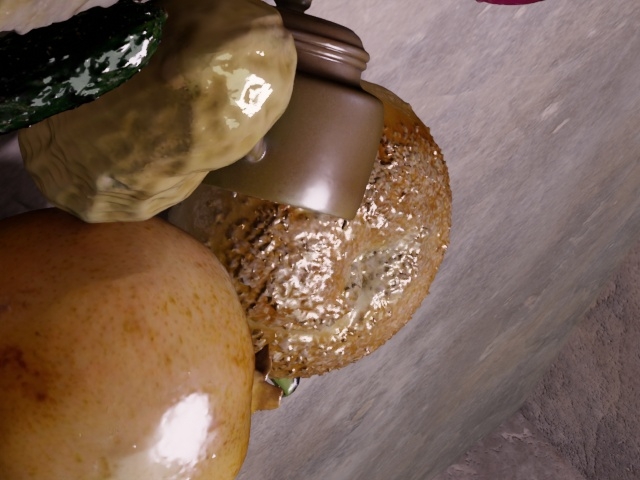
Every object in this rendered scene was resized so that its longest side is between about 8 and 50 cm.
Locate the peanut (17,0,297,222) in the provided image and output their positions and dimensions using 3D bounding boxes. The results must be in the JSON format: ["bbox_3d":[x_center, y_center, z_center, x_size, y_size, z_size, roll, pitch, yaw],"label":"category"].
[{"bbox_3d":[-0.116,-0.091,1.341,0.147,0.147,0.305,-39,-175,-21],"label":"peanut"}]

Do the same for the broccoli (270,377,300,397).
[{"bbox_3d":[-0.071,0.082,1.981,0.154,0.160,0.167,-43,-177,-7],"label":"broccoli"}]

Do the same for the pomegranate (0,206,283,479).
[{"bbox_3d":[-0.182,0.112,1.519,0.319,0.319,0.319,-41,164,-14],"label":"pomegranate"}]

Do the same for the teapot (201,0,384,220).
[{"bbox_3d":[-0.040,-0.118,1.528,0.267,0.186,0.175,-106,-152,-88],"label":"teapot"}]

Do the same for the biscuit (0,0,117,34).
[{"bbox_3d":[-0.088,-0.183,1.110,0.250,0.032,0.133,-25,158,-51],"label":"biscuit"}]

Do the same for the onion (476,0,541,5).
[{"bbox_3d":[0.121,-0.274,1.445,0.256,0.230,0.272,-24,147,-53],"label":"onion"}]

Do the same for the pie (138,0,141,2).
[{"bbox_3d":[-0.091,-0.255,1.175,0.354,0.103,0.288,-50,166,21],"label":"pie"}]

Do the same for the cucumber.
[{"bbox_3d":[-0.206,-0.089,1.194,0.245,0.067,0.067,-14,160,-4],"label":"cucumber"}]

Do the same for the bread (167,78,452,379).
[{"bbox_3d":[0.000,0.000,1.822,0.305,0.159,0.305,-26,131,-33],"label":"bread"}]
